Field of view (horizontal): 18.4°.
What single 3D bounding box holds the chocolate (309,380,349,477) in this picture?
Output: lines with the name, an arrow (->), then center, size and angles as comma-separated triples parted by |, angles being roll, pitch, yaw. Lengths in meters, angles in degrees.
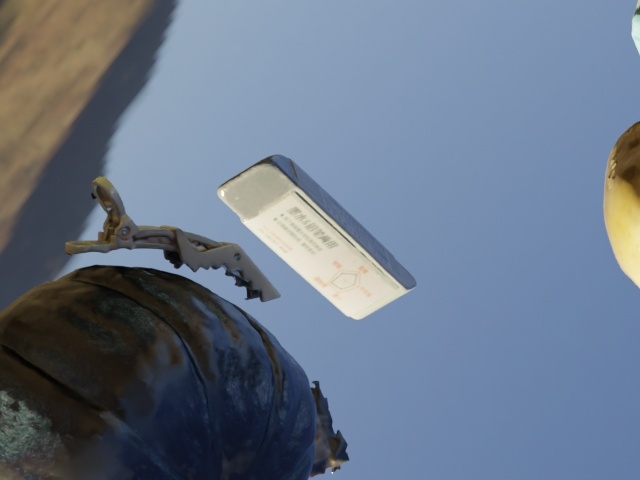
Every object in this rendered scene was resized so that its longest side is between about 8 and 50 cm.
chocolate -> -0.131, 0.242, 2.064 | 0.329, 0.102, 0.065 | -18, 179, -22

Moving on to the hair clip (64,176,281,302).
hair clip -> -0.120, 0.003, 1.744 | 0.034, 0.226, 0.072 | 10, -95, 54

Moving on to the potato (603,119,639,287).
potato -> 0.275, -0.028, 1.550 | 0.109, 0.118, 0.178 | -34, -151, 22

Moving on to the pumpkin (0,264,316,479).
pumpkin -> -0.178, 0.196, 1.669 | 0.266, 0.363, 0.363 | 28, -102, 40

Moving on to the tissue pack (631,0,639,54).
tissue pack -> 0.414, -0.154, 1.726 | 0.177, 0.263, 0.089 | 45, 61, -64

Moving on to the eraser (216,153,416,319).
eraser -> 0.000, 0.000, 2.390 | 0.089, 0.352, 0.061 | -31, -136, 17
